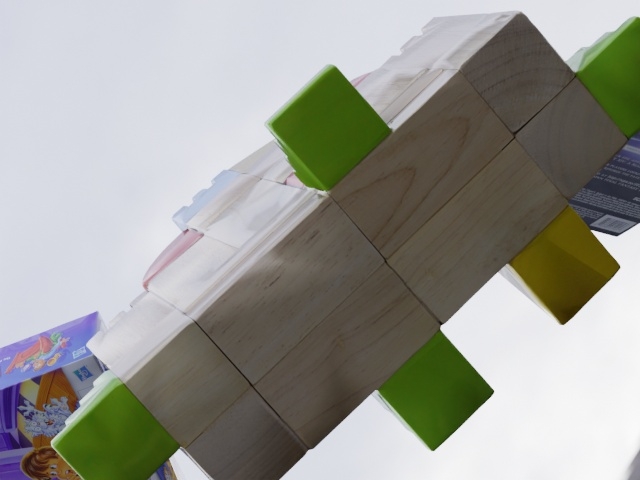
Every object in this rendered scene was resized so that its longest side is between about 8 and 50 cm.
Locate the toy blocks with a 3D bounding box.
[{"bbox_3d":[0.000,0.000,1.115,0.381,0.261,0.191,-43,-76,-8],"label":"toy blocks"}]

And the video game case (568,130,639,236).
[{"bbox_3d":[0.311,-0.089,1.768,0.196,0.026,0.274,13,-36,-40],"label":"video game case"}]

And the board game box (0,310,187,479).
[{"bbox_3d":[-0.240,0.258,1.752,0.233,0.078,0.347,-20,-62,8],"label":"board game box"}]
